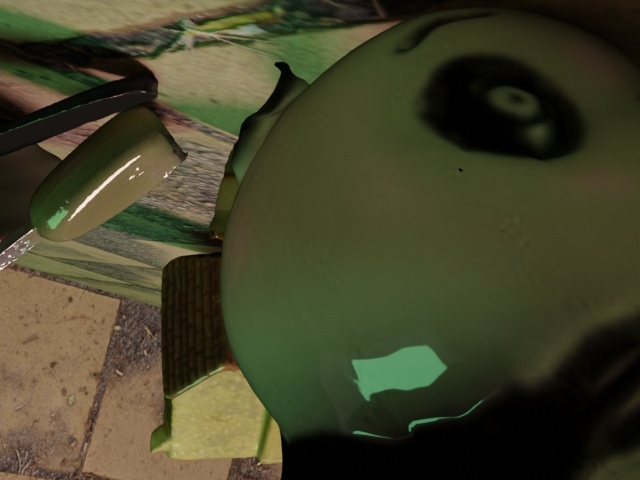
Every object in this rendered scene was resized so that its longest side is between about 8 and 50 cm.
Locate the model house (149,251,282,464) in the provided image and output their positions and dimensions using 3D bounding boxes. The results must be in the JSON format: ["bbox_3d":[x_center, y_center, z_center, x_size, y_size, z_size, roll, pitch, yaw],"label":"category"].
[{"bbox_3d":[-0.053,0.113,1.384,0.321,0.261,0.266,-2,147,-7],"label":"model house"}]

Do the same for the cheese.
[{"bbox_3d":[-0.180,-0.019,0.772,0.037,0.192,0.097,50,175,11],"label":"cheese"}]

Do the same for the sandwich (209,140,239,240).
[{"bbox_3d":[0.022,-0.011,0.783,0.163,0.079,0.113,8,168,32],"label":"sandwich"}]

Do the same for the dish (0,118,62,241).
[{"bbox_3d":[-0.305,-0.054,0.880,0.260,0.085,0.260,-1,-171,0],"label":"dish"}]

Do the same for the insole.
[{"bbox_3d":[-0.244,-0.050,0.700,0.310,0.012,0.110,-17,179,14],"label":"insole"}]

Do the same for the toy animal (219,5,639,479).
[{"bbox_3d":[0.073,0.066,0.428,0.251,0.309,0.251,-6,156,-3],"label":"toy animal"}]
